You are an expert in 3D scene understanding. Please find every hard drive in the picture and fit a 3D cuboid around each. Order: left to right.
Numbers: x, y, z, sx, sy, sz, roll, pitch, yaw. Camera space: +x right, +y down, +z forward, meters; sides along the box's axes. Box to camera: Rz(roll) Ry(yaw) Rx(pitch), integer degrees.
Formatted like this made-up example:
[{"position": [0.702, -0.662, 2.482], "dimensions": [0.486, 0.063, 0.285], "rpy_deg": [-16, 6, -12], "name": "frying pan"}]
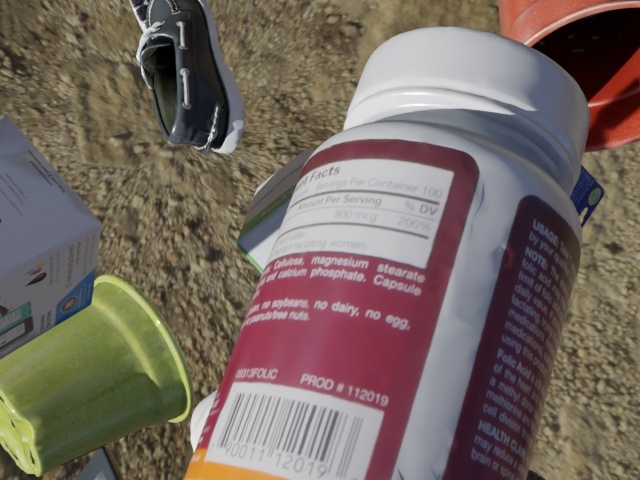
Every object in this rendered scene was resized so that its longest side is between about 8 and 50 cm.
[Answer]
[{"position": [-0.401, 0.439, 1.610], "dimensions": [0.022, 0.135, 0.094], "rpy_deg": [39, 86, -29], "name": "hard drive"}]

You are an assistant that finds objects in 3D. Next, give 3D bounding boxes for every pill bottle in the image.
[{"position": [0.063, 0.055, 0.659], "dimensions": [0.224, 0.224, 0.392], "rpy_deg": [25, 68, -11], "name": "pill bottle"}]

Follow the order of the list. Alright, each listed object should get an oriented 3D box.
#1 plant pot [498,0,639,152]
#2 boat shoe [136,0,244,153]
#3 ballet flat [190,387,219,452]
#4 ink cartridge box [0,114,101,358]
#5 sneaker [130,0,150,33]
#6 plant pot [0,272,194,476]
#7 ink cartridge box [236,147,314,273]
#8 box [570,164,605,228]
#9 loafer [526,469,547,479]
[{"position": [0.344, -0.300, 1.156], "dimensions": [0.272, 0.272, 0.265], "rpy_deg": [4, 58, -10], "name": "plant pot"}, {"position": [-0.183, -0.231, 1.135], "dimensions": [0.091, 0.302, 0.114], "rpy_deg": [2, 131, -32], "name": "boat shoe"}, {"position": [-0.005, 0.305, 0.823], "dimensions": [0.139, 0.139, 0.400], "rpy_deg": [-22, 70, -6], "name": "ballet flat"}, {"position": [-0.432, 0.028, 1.052], "dimensions": [0.270, 0.198, 0.197], "rpy_deg": [-34, 72, -33], "name": "ink cartridge box"}, {"position": [-0.291, -0.397, 1.675], "dimensions": [0.111, 0.121, 0.300], "rpy_deg": [-15, 103, -12], "name": "sneaker"}, {"position": [-0.384, 0.229, 1.412], "dimensions": [0.254, 0.276, 0.276], "rpy_deg": [-30, 102, -35], "name": "plant pot"}, {"position": [0.000, 0.000, 1.286], "dimensions": [0.117, 0.278, 0.201], "rpy_deg": [-38, 103, 13], "name": "ink cartridge box"}, {"position": [0.346, -0.085, 1.389], "dimensions": [0.225, 0.036, 0.136], "rpy_deg": [38, 84, -34], "name": "box"}, {"position": [0.172, 0.352, 0.896], "dimensions": [0.102, 0.268, 0.092], "rpy_deg": [24, 135, 17], "name": "loafer"}]
